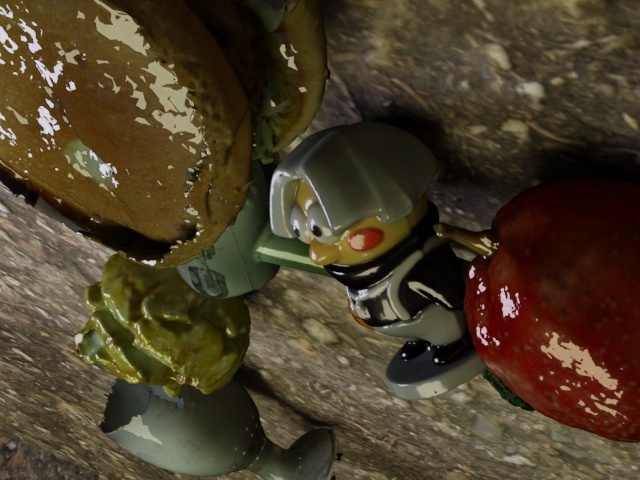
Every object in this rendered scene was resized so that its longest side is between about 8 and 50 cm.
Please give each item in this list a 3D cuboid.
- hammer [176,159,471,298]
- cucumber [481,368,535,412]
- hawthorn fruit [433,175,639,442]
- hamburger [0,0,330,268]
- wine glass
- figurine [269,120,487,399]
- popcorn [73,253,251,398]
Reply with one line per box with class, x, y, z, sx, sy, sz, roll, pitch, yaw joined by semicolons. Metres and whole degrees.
hammer;0.000;0.000;1.309;0.336;0.118;0.206;13;156;13
cucumber;0.194;0.118;1.396;0.077;0.077;0.265;9;153;36
hawthorn fruit;0.206;0.040;1.054;0.253;0.205;0.205;33;158;-1
hamburger;-0.141;-0.132;0.959;0.277;0.195;0.318;31;144;0
wine glass;-0.155;0.285;2.007;0.357;0.190;0.190;35;157;-20
figurine;0.053;0.008;1.158;0.176;0.133;0.236;-1;123;58
popcorn;-0.184;0.100;1.633;0.204;0.183;0.221;27;176;34
